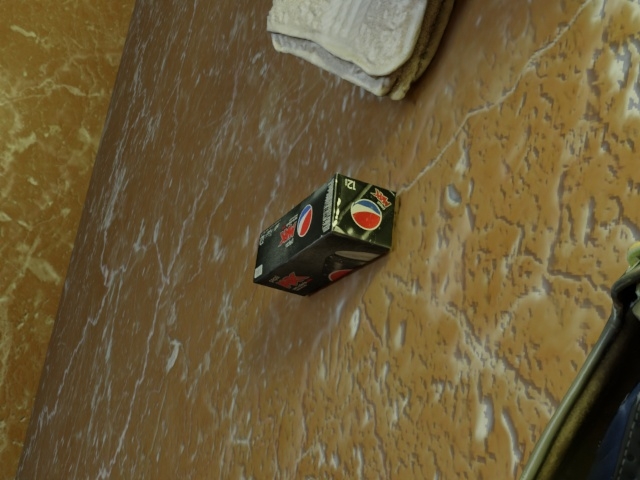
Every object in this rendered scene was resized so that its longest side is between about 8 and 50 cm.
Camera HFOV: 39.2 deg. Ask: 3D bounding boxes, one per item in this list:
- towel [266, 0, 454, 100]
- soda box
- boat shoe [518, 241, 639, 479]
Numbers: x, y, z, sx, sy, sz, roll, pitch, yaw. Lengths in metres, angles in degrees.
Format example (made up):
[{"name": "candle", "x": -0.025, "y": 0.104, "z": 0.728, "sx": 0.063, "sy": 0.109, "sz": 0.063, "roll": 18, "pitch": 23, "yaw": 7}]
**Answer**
[{"name": "towel", "x": 0.057, "y": -0.275, "z": 0.769, "sx": 0.187, "sy": 0.049, "sz": 0.282, "roll": 33, "pitch": 107, "yaw": 41}, {"name": "soda box", "x": 0.000, "y": 0.000, "z": 0.792, "sx": 0.169, "sy": 0.060, "sz": 0.053, "roll": -33, "pitch": 45, "yaw": 59}, {"name": "boat shoe", "x": 0.160, "y": 0.046, "z": 0.349, "sx": 0.305, "sy": 0.091, "sz": 0.109, "roll": -68, "pitch": 23, "yaw": 15}]
